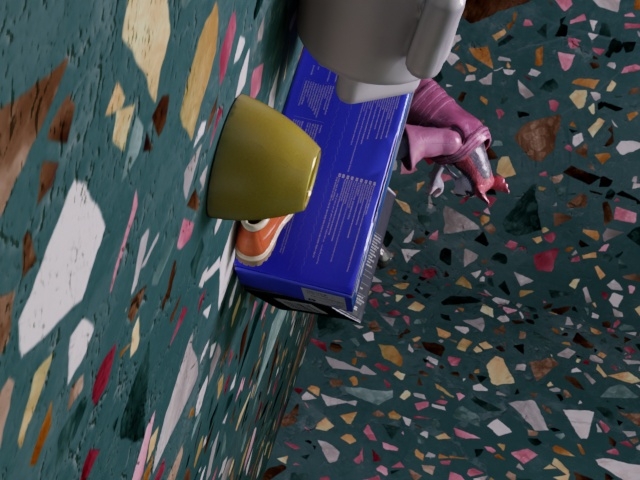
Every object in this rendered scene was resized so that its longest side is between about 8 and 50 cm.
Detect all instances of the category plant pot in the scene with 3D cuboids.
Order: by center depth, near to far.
[{"bbox_3d":[-0.053,-0.077,1.180,0.134,0.095,0.134,15,90,-87],"label":"plant pot"}]

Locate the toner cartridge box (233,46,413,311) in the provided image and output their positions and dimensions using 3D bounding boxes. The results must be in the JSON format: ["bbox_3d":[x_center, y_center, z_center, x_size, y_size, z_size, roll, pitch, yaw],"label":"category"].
[{"bbox_3d":[0.011,-0.090,1.544,0.075,0.165,0.348,85,21,-70],"label":"toner cartridge box"}]

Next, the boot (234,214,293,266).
[{"bbox_3d":[-0.065,-0.052,1.437,0.085,0.059,0.158,92,14,-53],"label":"boot"}]

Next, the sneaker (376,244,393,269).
[{"bbox_3d":[0.009,0.037,1.779,0.271,0.100,0.108,-7,-131,51],"label":"sneaker"}]

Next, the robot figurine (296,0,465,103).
[{"bbox_3d":[0.080,-0.329,1.344,0.300,0.199,0.353,59,-27,32],"label":"robot figurine"}]

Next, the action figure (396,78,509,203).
[{"bbox_3d":[0.162,-0.206,1.740,0.276,0.370,0.248,-52,168,20],"label":"action figure"}]

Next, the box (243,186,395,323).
[{"bbox_3d":[0.000,0.000,1.647,0.108,0.153,0.207,34,69,-51],"label":"box"}]
